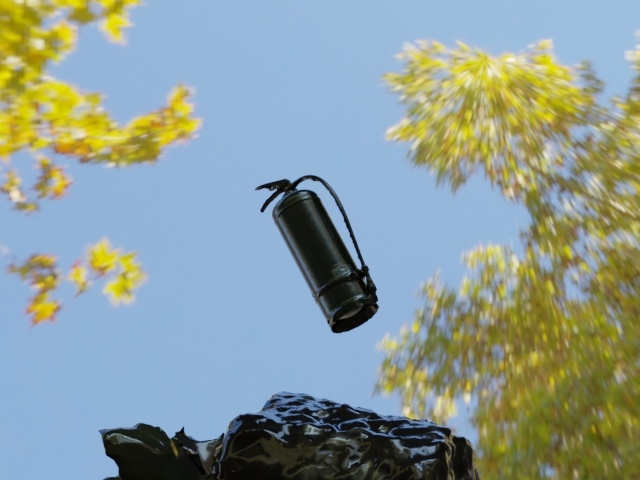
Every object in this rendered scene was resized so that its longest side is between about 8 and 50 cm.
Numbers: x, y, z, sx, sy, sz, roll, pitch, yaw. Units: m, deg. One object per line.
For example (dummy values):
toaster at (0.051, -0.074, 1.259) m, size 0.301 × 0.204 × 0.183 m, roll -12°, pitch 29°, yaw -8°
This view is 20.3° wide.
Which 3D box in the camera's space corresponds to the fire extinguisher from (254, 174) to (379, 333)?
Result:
fire extinguisher at (0.000, 0.000, 0.825) m, size 0.038 × 0.025 × 0.083 m, roll -38°, pitch -114°, yaw 19°

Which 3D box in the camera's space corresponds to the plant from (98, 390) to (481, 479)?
plant at (-0.038, 0.233, 1.428) m, size 0.312 × 0.213 × 0.215 m, roll 2°, pitch -88°, yaw 20°
